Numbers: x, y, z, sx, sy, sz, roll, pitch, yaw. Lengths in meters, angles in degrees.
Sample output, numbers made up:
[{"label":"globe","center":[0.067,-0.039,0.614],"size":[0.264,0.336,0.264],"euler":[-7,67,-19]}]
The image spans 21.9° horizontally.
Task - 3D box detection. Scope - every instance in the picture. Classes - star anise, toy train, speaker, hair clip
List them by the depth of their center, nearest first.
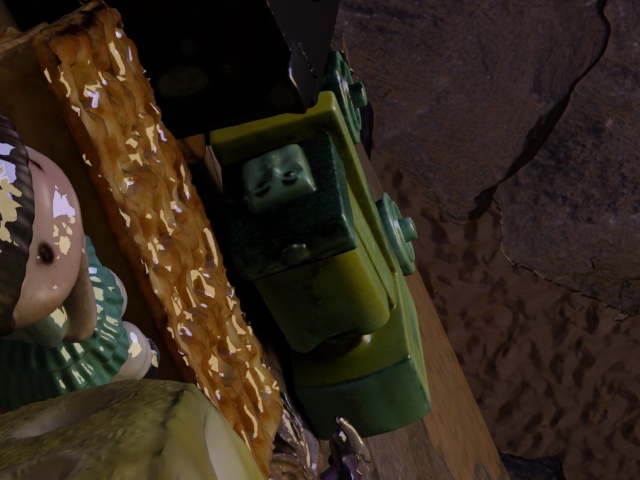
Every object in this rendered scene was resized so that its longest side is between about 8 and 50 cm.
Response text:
[{"label":"speaker","center":[-0.104,-0.224,1.186],"size":[0.254,0.184,0.232],"euler":[-79,148,-50]},{"label":"star anise","center":[-0.029,0.196,1.231],"size":[0.195,0.065,0.182],"euler":[62,14,-61]},{"label":"hair clip","center":[0.059,0.291,1.471],"size":[0.106,0.084,0.292],"euler":[-92,159,-80]},{"label":"toy train","center":[0.000,0.000,1.568],"size":[0.397,0.160,0.253],"euler":[66,13,-46]}]

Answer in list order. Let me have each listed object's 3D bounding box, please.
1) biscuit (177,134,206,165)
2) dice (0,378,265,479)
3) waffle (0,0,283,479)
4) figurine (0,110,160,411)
[{"label":"biscuit","center":[-0.180,-0.260,1.386],"size":[0.283,0.064,0.432],"euler":[-91,158,-67]},{"label":"dice","center":[-0.091,0.155,0.542],"size":[0.166,0.169,0.169],"euler":[-74,142,-76]},{"label":"waffle","center":[-0.121,0.012,0.998],"size":[0.213,0.091,0.308],"euler":[-80,149,-75]},{"label":"figurine","center":[-0.154,0.007,0.761],"size":[0.138,0.110,0.245],"euler":[62,2,25]}]
